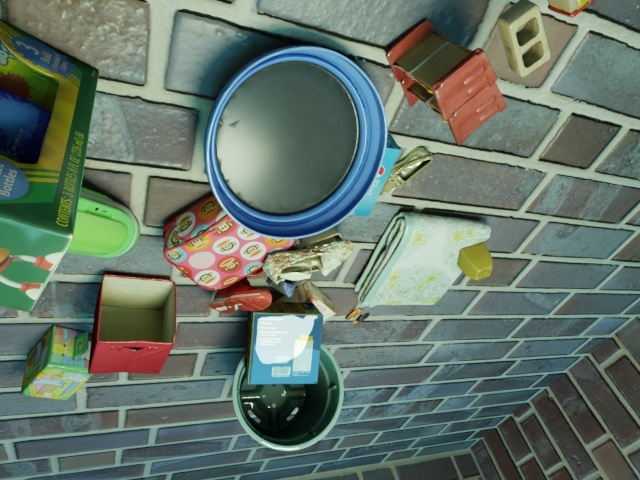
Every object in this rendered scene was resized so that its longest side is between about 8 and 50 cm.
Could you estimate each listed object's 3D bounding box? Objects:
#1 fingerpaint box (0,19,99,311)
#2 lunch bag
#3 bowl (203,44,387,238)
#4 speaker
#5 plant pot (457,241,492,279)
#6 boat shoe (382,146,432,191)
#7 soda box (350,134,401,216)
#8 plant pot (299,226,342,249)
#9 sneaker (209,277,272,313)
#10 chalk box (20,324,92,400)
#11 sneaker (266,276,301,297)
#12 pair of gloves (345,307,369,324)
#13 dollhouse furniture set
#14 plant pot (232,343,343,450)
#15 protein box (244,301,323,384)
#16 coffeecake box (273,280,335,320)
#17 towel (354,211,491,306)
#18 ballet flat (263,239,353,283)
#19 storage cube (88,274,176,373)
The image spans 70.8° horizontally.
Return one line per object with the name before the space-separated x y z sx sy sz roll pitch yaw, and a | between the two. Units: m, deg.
fingerpaint box | -0.518 -0.165 0.584 0.371 0.445 0.163 23 122 -37
lunch bag | -0.210 0.002 1.118 0.293 0.120 0.258 -29 138 9
bowl | -0.048 -0.192 0.925 0.390 0.077 0.391 -13 122 -22
speaker | -0.483 -0.038 0.880 0.131 0.131 0.296 -24 169 6
plant pot | 0.471 0.070 1.352 0.081 0.083 0.082 -16 140 -7
boat shoe | 0.216 -0.172 1.145 0.153 0.048 0.056 -38 135 20
soda box | 0.116 -0.158 1.109 0.071 0.067 0.210 2 134 -23
plant pot | 0.000 0.000 1.211 0.109 0.096 0.109 -19 138 1
sneaker | -0.211 0.122 1.222 0.221 0.128 0.087 -11 145 35
chalk box | -0.723 0.336 1.271 0.132 0.132 0.213 28 119 -40
sneaker | -0.082 0.082 1.221 0.083 0.221 0.087 30 107 1
pair of gloves | 0.133 0.273 1.614 0.074 0.010 0.083 -36 136 18
dollhouse furniture set | 0.339 -0.389 0.862 0.374 0.201 0.152 -37 135 10
plant pot | -0.131 0.505 1.500 0.340 0.341 0.334 -4 160 -16
protein box | -0.109 0.289 1.292 0.199 0.136 0.201 4 95 -14
coffeecake box | -0.068 0.227 1.447 0.185 0.068 0.142 -32 136 13
towel | 0.308 0.070 1.413 0.320 0.090 0.375 2 134 -27
ballet flat | -0.022 0.060 1.129 0.240 0.077 0.091 -12 139 -12
storage cube | -0.494 0.225 1.186 0.183 0.215 0.193 9 138 -29
